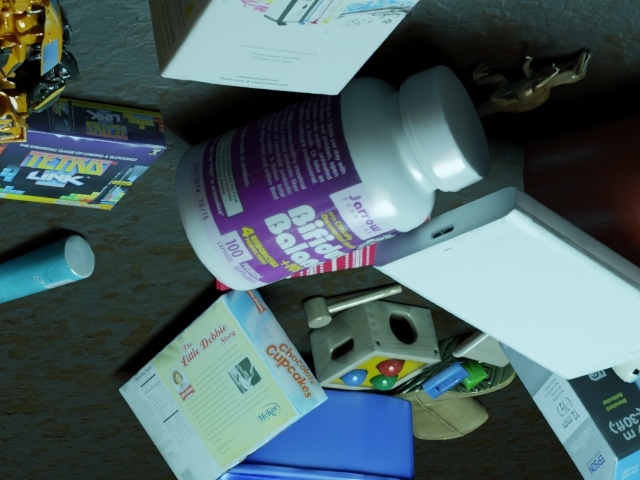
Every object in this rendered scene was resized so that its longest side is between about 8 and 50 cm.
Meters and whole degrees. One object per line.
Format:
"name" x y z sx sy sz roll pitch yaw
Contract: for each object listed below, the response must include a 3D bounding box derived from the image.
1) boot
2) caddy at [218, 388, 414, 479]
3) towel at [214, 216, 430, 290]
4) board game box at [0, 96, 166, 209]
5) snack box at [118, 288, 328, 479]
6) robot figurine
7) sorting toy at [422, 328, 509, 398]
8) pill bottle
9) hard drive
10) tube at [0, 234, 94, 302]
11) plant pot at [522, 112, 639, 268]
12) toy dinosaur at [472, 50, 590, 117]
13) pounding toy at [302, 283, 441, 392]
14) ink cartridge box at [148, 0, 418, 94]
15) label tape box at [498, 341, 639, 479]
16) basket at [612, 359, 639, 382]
"boot" 0.214 0.233 2.528 0.236 0.089 0.269 -5 157 19
"caddy" -0.008 0.318 2.402 0.341 0.179 0.241 5 166 4
"towel" 0.000 0.000 2.005 0.275 0.031 0.199 -8 156 -6
"board game box" -0.266 -0.090 1.686 0.170 0.048 0.141 6 152 -32
"snack box" -0.137 0.205 2.199 0.060 0.187 0.322 -29 172 -41
"robot figurine" -0.320 -0.169 1.452 0.211 0.085 0.291 -5 154 -10
"sorting toy" 0.282 0.102 2.274 0.348 0.047 0.196 -39 157 18
"pill bottle" 0.015 -0.070 1.698 0.302 0.169 0.169 -21 153 22
"hard drive" 0.237 0.053 1.752 0.307 0.040 0.203 31 144 -31
"tube" -0.363 0.047 1.944 0.207 0.052 0.080 -19 150 28
"plant pot" 0.373 -0.035 1.838 0.265 0.272 0.272 -7 156 13
"toy dinosaur" 0.199 -0.153 1.731 0.183 0.053 0.093 -22 154 22
"pounding toy" 0.063 0.137 2.243 0.206 0.094 0.181 11 148 -39
"ink cartridge box" -0.021 -0.251 1.293 0.168 0.171 0.232 3 151 -28
"label tape box" 0.438 0.211 2.178 0.249 0.347 0.115 -22 158 -25
"basket" 0.468 0.038 2.072 0.289 0.201 0.254 -38 166 -25
